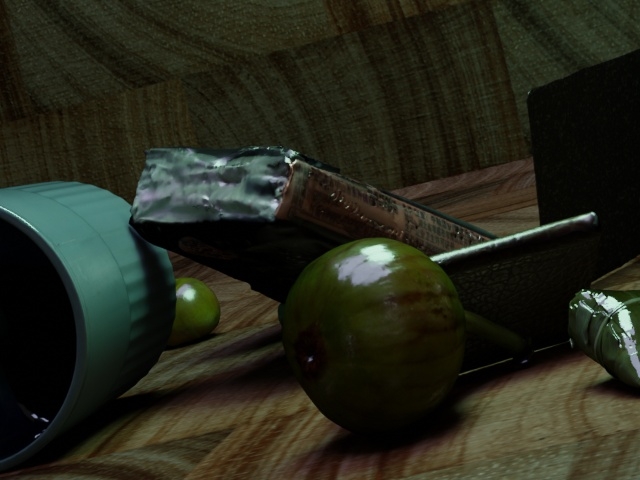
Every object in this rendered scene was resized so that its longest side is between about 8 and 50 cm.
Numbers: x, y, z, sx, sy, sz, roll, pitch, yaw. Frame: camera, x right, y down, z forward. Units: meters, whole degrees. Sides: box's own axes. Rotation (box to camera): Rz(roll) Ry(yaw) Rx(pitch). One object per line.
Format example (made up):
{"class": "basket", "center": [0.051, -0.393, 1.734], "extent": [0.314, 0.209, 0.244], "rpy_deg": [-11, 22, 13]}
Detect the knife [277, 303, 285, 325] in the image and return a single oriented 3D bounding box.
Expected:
{"class": "knife", "center": [0.020, 0.069, 2.347], "extent": [0.063, 0.034, 0.260], "rpy_deg": [-6, 5, 22]}

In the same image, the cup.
{"class": "cup", "center": [-0.308, 0.104, 1.948], "extent": [0.257, 0.331, 0.311], "rpy_deg": [21, 11, 11]}

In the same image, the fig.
{"class": "fig", "center": [0.088, 0.064, 1.555], "extent": [0.259, 0.151, 0.151], "rpy_deg": [-11, 1, -42]}

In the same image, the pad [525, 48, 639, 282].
{"class": "pad", "center": [0.300, -0.078, 2.055], "extent": [0.004, 0.220, 0.330], "rpy_deg": [1, 13, 34]}

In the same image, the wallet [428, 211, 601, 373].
{"class": "wallet", "center": [0.118, 0.057, 1.659], "extent": [0.243, 0.133, 0.039], "rpy_deg": [-16, 42, -15]}

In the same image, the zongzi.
{"class": "zongzi", "center": [0.276, 0.080, 1.484], "extent": [0.154, 0.062, 0.130], "rpy_deg": [0, 21, -21]}

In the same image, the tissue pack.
{"class": "tissue pack", "center": [0.000, 0.000, 2.002], "extent": [0.245, 0.123, 0.332], "rpy_deg": [1, -16, 46]}

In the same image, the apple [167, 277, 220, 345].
{"class": "apple", "center": [-0.167, 0.089, 2.407], "extent": [0.089, 0.074, 0.089], "rpy_deg": [-28, 18, 10]}
